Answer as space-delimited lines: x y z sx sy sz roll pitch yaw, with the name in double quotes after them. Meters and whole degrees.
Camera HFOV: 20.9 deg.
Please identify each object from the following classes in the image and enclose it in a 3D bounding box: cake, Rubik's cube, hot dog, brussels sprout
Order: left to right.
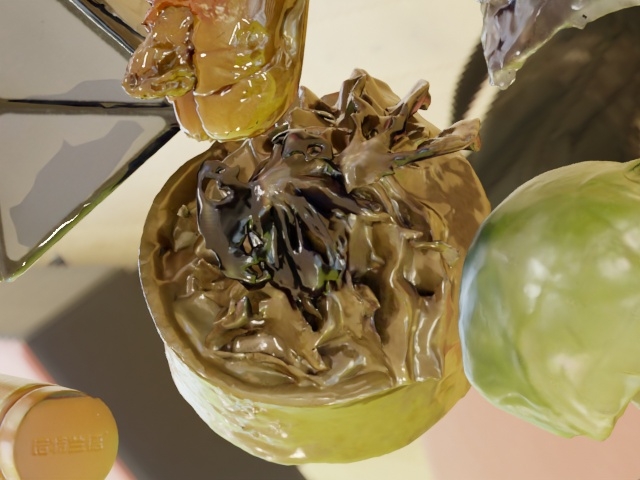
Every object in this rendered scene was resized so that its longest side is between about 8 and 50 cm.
-0.286 -0.205 1.612 0.310 0.305 0.307 -37 115 26 "Rubik's cube"
-0.059 -0.231 1.025 0.158 0.117 0.348 -112 27 -75 "hot dog"
-0.005 -0.006 1.495 0.332 0.332 0.321 39 157 27 "cake"
0.140 0.023 0.949 0.122 0.151 0.149 23 131 -2 "brussels sprout"

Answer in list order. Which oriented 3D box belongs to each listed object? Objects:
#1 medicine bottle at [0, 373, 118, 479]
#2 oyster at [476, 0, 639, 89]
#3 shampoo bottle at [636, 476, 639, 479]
-0.258 0.162 1.458 0.192 0.096 0.096 1 125 54 "medicine bottle"
0.154 -0.210 0.742 0.271 0.275 0.100 65 -171 18 "oyster"
0.261 0.200 1.249 0.080 0.079 0.246 52 145 18 "shampoo bottle"
